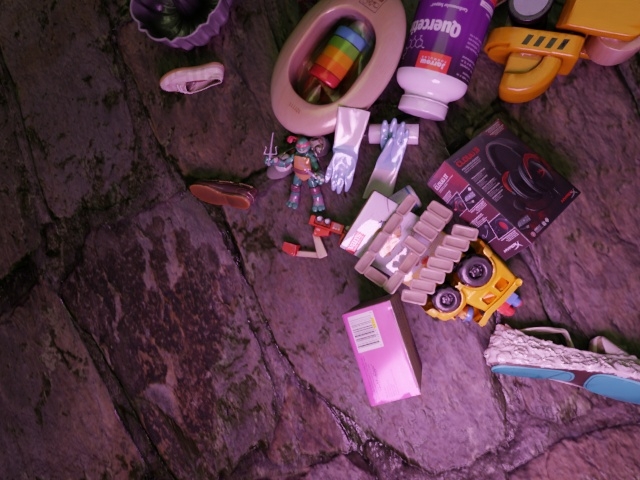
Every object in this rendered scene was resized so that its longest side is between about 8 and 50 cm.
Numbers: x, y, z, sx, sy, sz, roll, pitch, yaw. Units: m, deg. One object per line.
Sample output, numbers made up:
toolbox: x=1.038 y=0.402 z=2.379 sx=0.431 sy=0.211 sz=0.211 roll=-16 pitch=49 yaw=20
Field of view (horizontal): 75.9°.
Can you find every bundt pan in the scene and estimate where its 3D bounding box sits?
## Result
bundt pan: x=-0.416 y=-0.746 z=1.272 sx=0.331 sy=0.124 sz=0.330 roll=-1 pitch=87 yaw=14

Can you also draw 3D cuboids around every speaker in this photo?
speaker: x=0.201 y=-0.292 z=1.124 sx=0.136 sy=0.055 sz=0.055 roll=4 pitch=89 yaw=15

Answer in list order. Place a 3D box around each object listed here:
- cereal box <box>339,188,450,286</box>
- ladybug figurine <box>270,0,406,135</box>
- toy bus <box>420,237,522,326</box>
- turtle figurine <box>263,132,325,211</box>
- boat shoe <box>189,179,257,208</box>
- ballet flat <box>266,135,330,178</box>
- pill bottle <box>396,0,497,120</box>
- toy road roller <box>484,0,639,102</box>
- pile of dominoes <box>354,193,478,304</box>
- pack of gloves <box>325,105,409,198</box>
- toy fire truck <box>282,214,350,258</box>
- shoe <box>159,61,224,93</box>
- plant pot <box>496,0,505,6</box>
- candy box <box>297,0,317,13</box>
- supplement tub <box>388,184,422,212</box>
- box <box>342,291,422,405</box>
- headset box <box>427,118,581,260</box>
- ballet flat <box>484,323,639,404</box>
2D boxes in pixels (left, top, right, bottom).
cereal box: x=0.194 y=-0.001 z=1.070 sx=0.240 sy=0.047 sz=0.173 roll=29 pitch=104 yaw=-6
ladybug figurine: x=0.055 y=-0.476 z=1.115 sx=0.305 sy=0.162 sz=0.449 roll=43 pitch=99 yaw=13
toy bus: x=0.388 y=0.135 z=1.024 sx=0.211 sy=0.149 sz=0.220 roll=39 pitch=100 yaw=-3
turtle figurine: x=-0.050 y=-0.190 z=1.111 sx=0.175 sy=0.234 sz=0.118 roll=22 pitch=50 yaw=28
boat shoe: x=-0.292 y=-0.149 z=1.248 sx=0.207 sy=0.073 sz=0.073 roll=15 pitch=54 yaw=12
ballet flat: x=-0.073 y=-0.246 z=1.188 sx=0.213 sy=0.068 sz=0.072 roll=-24 pitch=82 yaw=13
pill bottle: x=0.303 y=-0.478 z=1.025 sx=0.182 sy=0.181 sz=0.322 roll=19 pitch=102 yaw=15
toy road roller: x=0.560 y=-0.442 z=0.967 sx=0.330 sy=0.202 sz=0.240 roll=20 pitch=105 yaw=20
pile of dominoes: x=0.234 y=0.025 z=1.003 sx=0.196 sy=0.040 sz=0.251 roll=37 pitch=92 yaw=21
pack of gloves: x=0.120 y=-0.213 z=1.068 sx=0.195 sy=0.046 sz=0.232 roll=9 pitch=117 yaw=-6
toy fire truck: x=0.000 y=0.000 z=1.169 sx=0.192 sy=0.047 sz=0.135 roll=19 pitch=93 yaw=14
shoe: x=-0.404 y=-0.500 z=1.282 sx=0.219 sy=0.076 sz=0.058 roll=-10 pitch=80 yaw=12
plant pot: x=0.415 y=-0.765 z=1.014 sx=0.237 sy=0.237 sz=0.254 roll=23 pitch=82 yaw=15
candy box: x=-0.057 y=-0.776 z=1.185 sx=0.053 sy=0.109 sz=0.186 roll=-10 pitch=86 yaw=15
supplement tub: x=0.211 y=-0.093 z=1.105 sx=0.107 sy=0.071 sz=0.071 roll=-33 pitch=80 yaw=12
box: x=0.161 y=0.253 z=1.015 sx=0.117 sy=0.243 sz=0.213 roll=-19 pitch=83 yaw=14
headset box: x=0.422 y=-0.136 z=0.984 sx=0.218 sy=0.110 sz=0.293 roll=-37 pitch=77 yaw=-22
ballet flat: x=0.604 y=0.275 z=0.961 sx=0.409 sy=0.147 sz=0.147 roll=9 pitch=90 yaw=14
